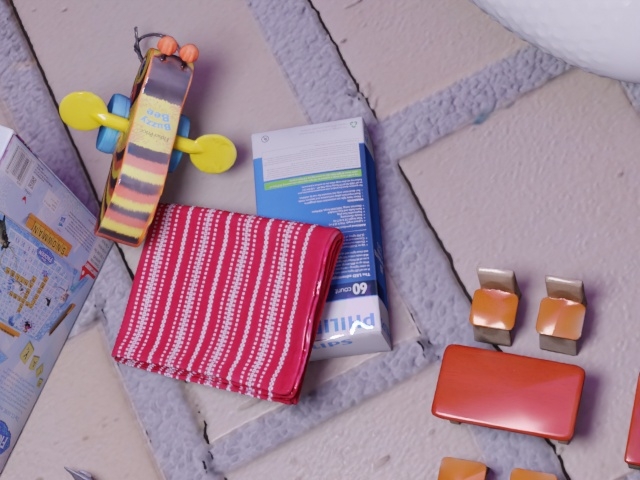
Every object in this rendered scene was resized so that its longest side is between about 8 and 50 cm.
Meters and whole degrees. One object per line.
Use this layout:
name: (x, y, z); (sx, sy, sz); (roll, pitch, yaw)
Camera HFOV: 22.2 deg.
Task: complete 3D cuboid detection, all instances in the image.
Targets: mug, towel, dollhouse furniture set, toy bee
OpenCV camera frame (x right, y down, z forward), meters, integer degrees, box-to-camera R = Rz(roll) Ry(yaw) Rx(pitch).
mug: (0.327, -0.360, 1.829); (0.328, 0.276, 0.374); (43, 53, 17)
towel: (-0.107, 0.063, 1.808); (0.275, 0.031, 0.199); (9, 79, 37)
dollhouse furniture set: (0.247, 0.167, 1.698); (0.259, 0.135, 0.262); (8, 72, 15)
toy bee: (-0.199, -0.153, 1.856); (0.195, 0.162, 0.298); (-3, 64, -25)

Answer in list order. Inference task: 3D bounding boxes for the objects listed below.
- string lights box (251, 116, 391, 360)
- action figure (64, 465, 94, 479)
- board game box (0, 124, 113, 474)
string lights box: (0.000, 0.000, 1.845); (0.133, 0.077, 0.259); (-8, 69, 10)
action figure: (-0.304, 0.333, 1.740); (0.285, 0.099, 0.185); (-22, 20, -30)
board game box: (-0.365, 0.072, 1.766); (0.066, 0.318, 0.318); (19, 74, 19)
